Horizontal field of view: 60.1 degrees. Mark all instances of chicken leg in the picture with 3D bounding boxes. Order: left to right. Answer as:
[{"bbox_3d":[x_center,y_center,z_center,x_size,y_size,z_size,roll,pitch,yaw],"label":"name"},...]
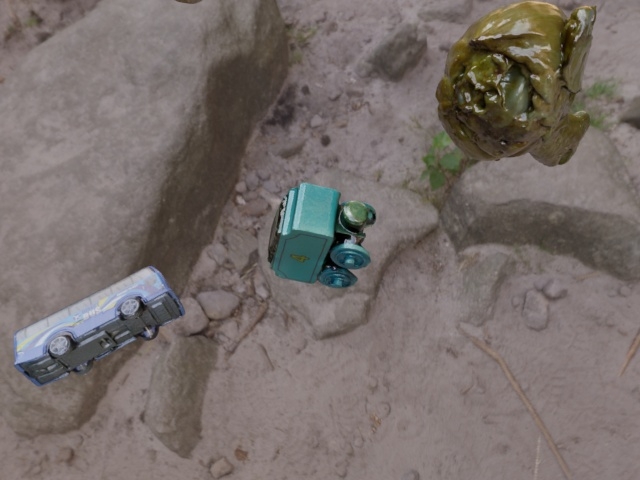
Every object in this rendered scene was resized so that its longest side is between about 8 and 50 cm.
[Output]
[{"bbox_3d":[0.283,-0.178,0.734,0.201,0.429,0.153,-48,63,20],"label":"chicken leg"}]

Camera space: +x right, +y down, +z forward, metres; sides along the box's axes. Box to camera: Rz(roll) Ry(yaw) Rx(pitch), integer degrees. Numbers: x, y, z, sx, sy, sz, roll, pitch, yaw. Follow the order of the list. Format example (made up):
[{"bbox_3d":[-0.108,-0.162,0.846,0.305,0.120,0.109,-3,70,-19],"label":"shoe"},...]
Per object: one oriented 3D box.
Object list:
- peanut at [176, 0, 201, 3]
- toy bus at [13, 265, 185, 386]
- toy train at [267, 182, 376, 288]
[{"bbox_3d":[-0.132,-0.308,0.497,0.089,0.193,0.089,0,61,1],"label":"peanut"},{"bbox_3d":[-0.211,0.080,0.531,0.153,0.051,0.061,-28,51,-12],"label":"toy bus"},{"bbox_3d":[0.000,0.000,0.859,0.154,0.198,0.107,13,59,-8],"label":"toy train"}]
